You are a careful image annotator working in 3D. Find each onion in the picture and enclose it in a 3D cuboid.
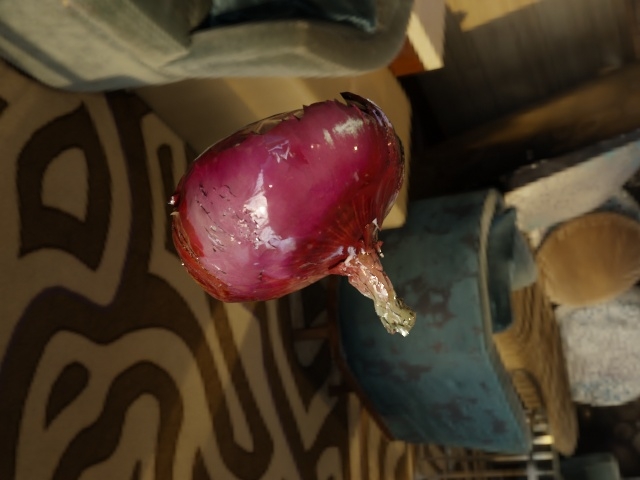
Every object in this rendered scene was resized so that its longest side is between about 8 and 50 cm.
[{"bbox_3d":[0.000,0.000,0.538,0.140,0.150,0.150,58,19,14],"label":"onion"}]
